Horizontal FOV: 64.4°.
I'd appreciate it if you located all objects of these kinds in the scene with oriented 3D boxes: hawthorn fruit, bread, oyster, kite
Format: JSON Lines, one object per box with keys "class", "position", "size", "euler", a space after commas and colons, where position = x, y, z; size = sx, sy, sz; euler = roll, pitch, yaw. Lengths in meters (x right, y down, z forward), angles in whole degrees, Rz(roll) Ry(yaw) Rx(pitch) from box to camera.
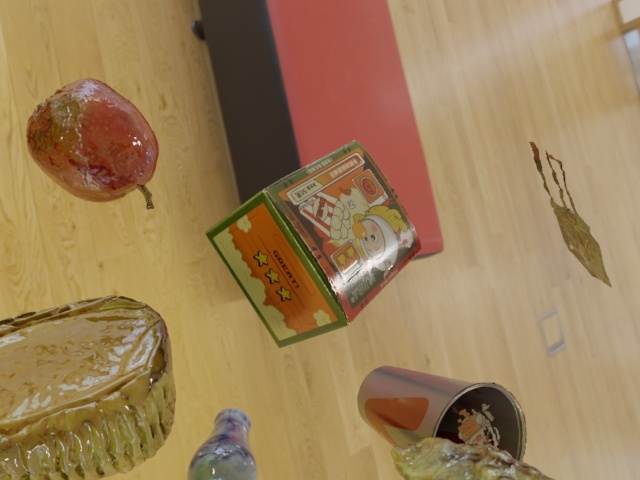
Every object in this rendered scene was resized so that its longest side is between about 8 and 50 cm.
{"class": "hawthorn fruit", "position": [-0.386, -0.157, 0.915], "size": [0.253, 0.205, 0.205], "euler": [47, 50, -24]}
{"class": "bread", "position": [-0.304, 0.181, 0.610], "size": [0.253, 0.142, 0.227], "euler": [-12, 41, -20]}
{"class": "oyster", "position": [0.255, 0.313, 0.618], "size": [0.201, 0.354, 0.107], "euler": [-14, 112, -70]}
{"class": "kite", "position": [0.382, -0.042, 0.785], "size": [0.245, 0.015, 0.141], "euler": [57, 8, -22]}

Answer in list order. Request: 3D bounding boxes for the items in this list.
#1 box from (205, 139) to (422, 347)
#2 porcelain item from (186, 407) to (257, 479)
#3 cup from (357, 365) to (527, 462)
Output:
{"class": "box", "position": [0.000, 0.000, 0.648], "size": [0.195, 0.148, 0.177], "euler": [-36, 96, -45]}
{"class": "porcelain item", "position": [-0.200, 0.461, 1.074], "size": [0.141, 0.141, 0.259], "euler": [61, 3, -11]}
{"class": "cup", "position": [0.195, 0.326, 0.929], "size": [0.203, 0.288, 0.203], "euler": [0, 90, -25]}
